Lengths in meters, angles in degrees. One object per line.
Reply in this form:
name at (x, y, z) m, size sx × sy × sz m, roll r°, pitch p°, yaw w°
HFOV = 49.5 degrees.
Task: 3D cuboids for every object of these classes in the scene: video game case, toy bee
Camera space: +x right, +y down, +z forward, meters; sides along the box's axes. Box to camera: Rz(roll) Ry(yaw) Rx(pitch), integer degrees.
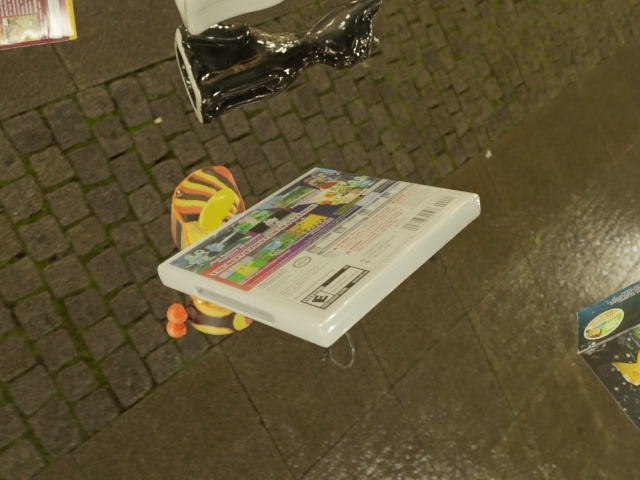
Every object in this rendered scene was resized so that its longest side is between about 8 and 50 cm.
video game case at (0.000, 0.000, 0.566) m, size 0.201 × 0.183 × 0.023 m, roll -36°, pitch 126°, yaw -37°
toy bee at (-0.113, 0.032, 0.785) m, size 0.162 × 0.298 × 0.195 m, roll -19°, pitch 124°, yaw -29°

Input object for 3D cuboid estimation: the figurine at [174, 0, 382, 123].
figurine at (-0.027, -0.216, 0.628) m, size 0.209 × 0.215 × 0.092 m, roll -18°, pitch 70°, yaw -13°

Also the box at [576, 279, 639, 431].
box at (0.258, 0.094, 0.326) m, size 0.233 × 0.159 × 0.044 m, roll 50°, pitch 29°, yaw -7°

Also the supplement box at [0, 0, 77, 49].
supplement box at (-0.370, -0.261, 0.744) m, size 0.188 × 0.081 × 0.104 m, roll -26°, pitch 128°, yaw -44°
